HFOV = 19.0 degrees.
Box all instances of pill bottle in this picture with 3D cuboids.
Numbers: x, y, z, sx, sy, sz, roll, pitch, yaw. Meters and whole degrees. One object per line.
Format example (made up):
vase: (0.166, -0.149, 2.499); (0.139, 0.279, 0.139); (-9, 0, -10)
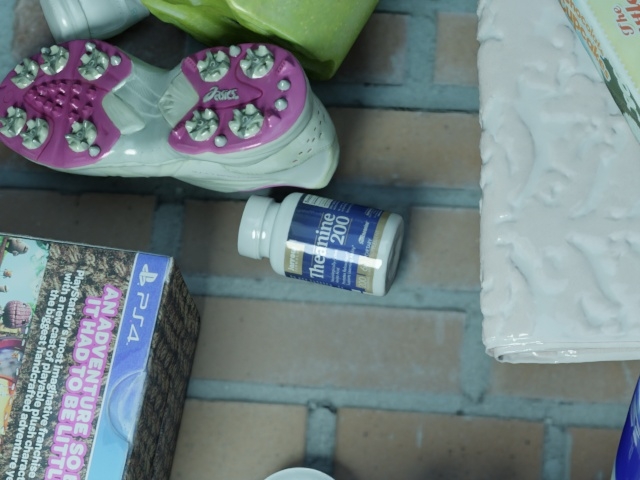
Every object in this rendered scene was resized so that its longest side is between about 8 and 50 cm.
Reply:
pill bottle: (0.000, 0.000, 1.483); (0.120, 0.067, 0.067); (12, 70, 10)

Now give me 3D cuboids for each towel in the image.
towel: (0.281, -0.068, 1.493); (0.316, 0.053, 0.332); (-1, 68, 4)

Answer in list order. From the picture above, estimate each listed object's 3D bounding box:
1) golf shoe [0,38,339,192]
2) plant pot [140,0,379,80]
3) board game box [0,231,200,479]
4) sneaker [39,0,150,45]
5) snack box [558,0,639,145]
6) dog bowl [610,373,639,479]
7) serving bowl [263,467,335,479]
golf shoe: (-0.123, -0.084, 1.512); (0.306, 0.140, 0.115); (6, 70, 32)
plant pot: (-0.023, -0.275, 1.511); (0.276, 0.276, 0.254); (23, 83, 14)
board game box: (-0.259, 0.122, 1.419); (0.291, 0.141, 0.232); (8, 69, 8)
sneaker: (-0.209, -0.261, 1.613); (0.094, 0.080, 0.212); (-18, 74, -15)
snack box: (0.310, -0.151, 1.462); (0.187, 0.060, 0.322); (-24, 69, -5)
dog bowl: (0.336, 0.160, 1.307); (0.264, 0.104, 0.265); (3, 39, -3)
serving bowl: (-0.016, 0.212, 1.422); (0.083, 0.027, 0.083); (-2, 68, 4)
